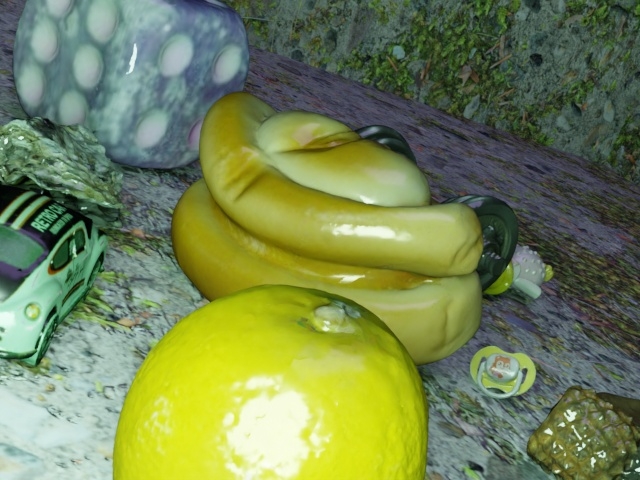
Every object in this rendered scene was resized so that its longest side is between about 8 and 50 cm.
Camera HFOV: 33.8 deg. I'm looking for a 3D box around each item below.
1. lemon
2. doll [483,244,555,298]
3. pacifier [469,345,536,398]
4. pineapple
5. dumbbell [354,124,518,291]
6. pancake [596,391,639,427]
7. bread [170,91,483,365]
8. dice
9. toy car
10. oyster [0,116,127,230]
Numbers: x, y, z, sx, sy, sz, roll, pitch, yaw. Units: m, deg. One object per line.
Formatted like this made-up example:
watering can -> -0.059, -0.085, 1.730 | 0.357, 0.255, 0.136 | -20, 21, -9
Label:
lemon -> -0.029, 0.139, 0.796 | 0.240, 0.219, 0.240 | 21, 21, -8
doll -> 0.317, 0.049, 1.769 | 0.207, 0.081, 0.129 | 1, 43, -50
pacifier -> 0.231, 0.174, 1.341 | 0.083, 0.068, 0.064 | 13, -21, 19
pineapple -> 0.346, 0.249, 1.130 | 0.237, 0.119, 0.111 | 31, -19, 19
dumbbell -> 0.155, -0.051, 1.701 | 0.179, 0.179, 0.406 | 9, 21, -40
pancake -> 0.430, 0.266, 1.296 | 0.294, 0.049, 0.294 | 19, 17, -6
bread -> 0.019, -0.016, 1.290 | 0.424, 0.245, 0.329 | 31, 18, 38
dice -> -0.296, -0.279, 1.654 | 0.270, 0.270, 0.271 | 32, 19, 30
toy car -> -0.291, 0.011, 1.017 | 0.136, 0.125, 0.306 | 22, 18, -3
oyster -> -0.330, -0.088, 1.299 | 0.198, 0.112, 0.268 | 11, 17, -34
